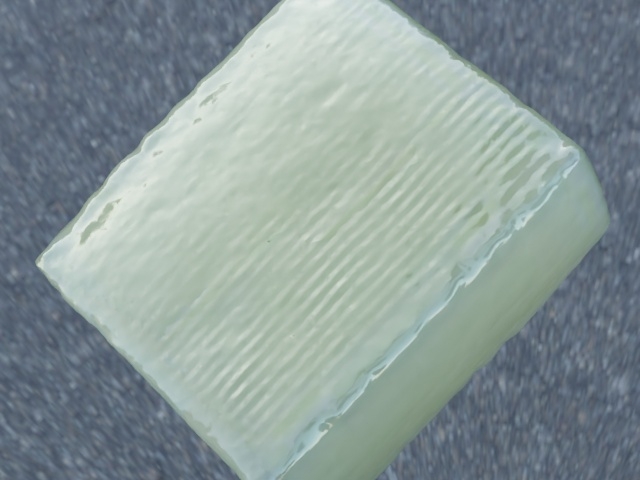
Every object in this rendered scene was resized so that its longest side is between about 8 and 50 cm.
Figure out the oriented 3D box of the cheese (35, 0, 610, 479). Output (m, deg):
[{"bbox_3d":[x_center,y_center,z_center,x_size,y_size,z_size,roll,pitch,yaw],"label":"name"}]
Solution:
[{"bbox_3d":[0.000,0.000,0.958,0.265,0.124,0.242,-46,64,-4],"label":"cheese"}]
